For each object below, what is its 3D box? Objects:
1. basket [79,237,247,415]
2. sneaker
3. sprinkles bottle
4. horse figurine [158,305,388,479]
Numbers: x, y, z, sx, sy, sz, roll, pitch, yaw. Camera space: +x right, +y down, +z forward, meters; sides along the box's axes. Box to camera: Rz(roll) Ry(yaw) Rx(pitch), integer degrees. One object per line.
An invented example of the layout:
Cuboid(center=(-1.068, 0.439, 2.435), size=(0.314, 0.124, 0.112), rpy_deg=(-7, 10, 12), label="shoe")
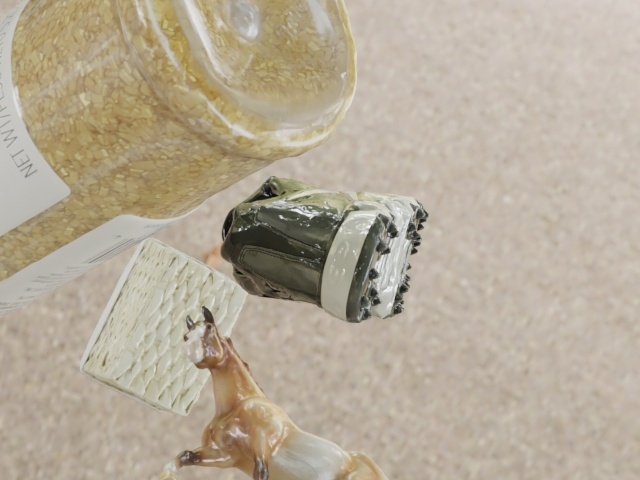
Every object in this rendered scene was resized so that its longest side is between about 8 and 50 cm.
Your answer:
Cuboid(center=(-0.163, 0.095, 1.895), size=(0.113, 0.167, 0.103), rpy_deg=(29, -6, -23), label="basket")
Cuboid(center=(0.000, 0.000, 1.040), size=(0.106, 0.078, 0.234), rpy_deg=(16, 3, 9), label="sneaker")
Cuboid(center=(-0.143, -0.032, 0.820), size=(0.121, 0.355, 0.121), rpy_deg=(23, 54, -37), label="sprinkles bottle")
Cuboid(center=(-0.009, 0.172, 1.242), size=(0.263, 0.066, 0.174), rpy_deg=(35, 20, -7), label="horse figurine")
